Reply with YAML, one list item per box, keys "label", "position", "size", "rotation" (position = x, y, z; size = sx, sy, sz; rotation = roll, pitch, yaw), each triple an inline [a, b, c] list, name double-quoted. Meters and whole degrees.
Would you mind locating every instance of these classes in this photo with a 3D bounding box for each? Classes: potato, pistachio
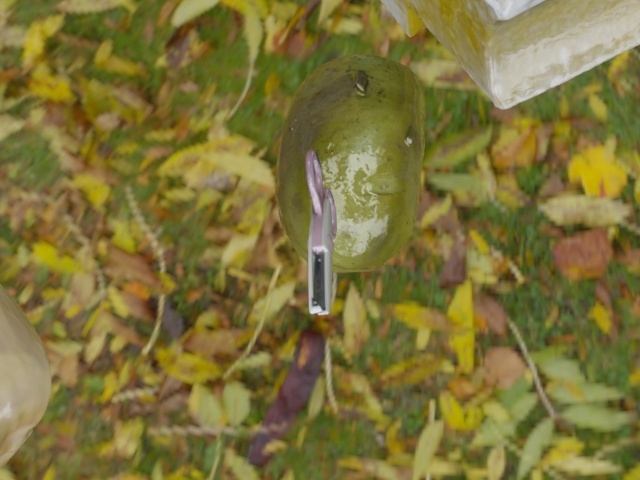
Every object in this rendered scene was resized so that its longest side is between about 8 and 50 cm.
- label: "potato"
  position: [0.031, -0.077, 1.634]
  size: [0.148, 0.197, 0.228]
  rotation: [17, 76, -21]
- label: "pistachio"
  position: [-0.323, 0.102, 1.412]
  size: [0.157, 0.157, 0.229]
  rotation: [-46, 58, 21]

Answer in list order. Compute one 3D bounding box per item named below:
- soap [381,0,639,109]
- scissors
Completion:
- label: "soap"
  position: [0.147, -0.209, 0.785]
  size: [0.281, 0.259, 0.143]
  rotation: [-23, 136, -10]
- label: "scissors"
  position: [0.000, 0.000, 1.400]
  size: [0.022, 0.176, 0.085]
  rotation: [-10, 131, 10]
